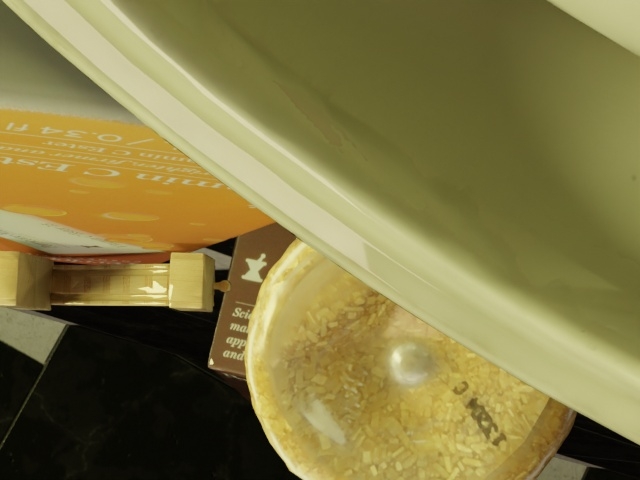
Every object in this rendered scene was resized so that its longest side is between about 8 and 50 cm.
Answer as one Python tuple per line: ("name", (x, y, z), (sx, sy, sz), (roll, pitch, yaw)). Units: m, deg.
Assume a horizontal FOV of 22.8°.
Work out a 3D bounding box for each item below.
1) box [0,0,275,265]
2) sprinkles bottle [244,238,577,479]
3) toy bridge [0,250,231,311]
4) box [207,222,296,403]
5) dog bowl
("box", (-0.118, -0.094, 0.604), (0.215, 0.168, 0.345), (6, 172, -19))
("sprinkles bottle", (0.055, 0.001, 0.708), (0.121, 0.121, 0.355), (12, -164, 5))
("toy bridge", (-0.133, 0.018, 0.709), (0.188, 0.026, 0.063), (2, 175, 5))
("box", (0.030, 0.089, 1.386), (0.191, 0.143, 0.381), (12, 169, 7))
("dog bowl", (0.076, -0.089, 0.272), (0.408, 0.150, 0.408), (31, 165, 9))
